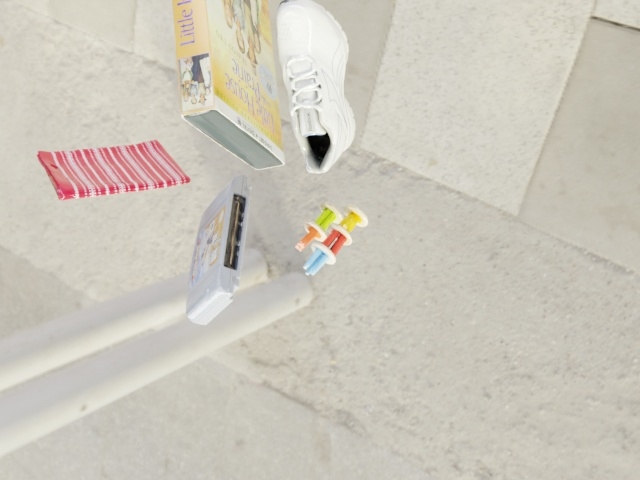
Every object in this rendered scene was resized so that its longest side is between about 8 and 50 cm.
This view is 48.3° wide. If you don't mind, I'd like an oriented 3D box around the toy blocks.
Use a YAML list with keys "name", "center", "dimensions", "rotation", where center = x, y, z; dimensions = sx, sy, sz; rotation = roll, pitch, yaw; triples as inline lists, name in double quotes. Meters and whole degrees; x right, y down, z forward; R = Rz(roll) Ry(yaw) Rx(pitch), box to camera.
- name: "toy blocks"
  center: [0.000, 0.000, 1.292]
  dimensions: [0.123, 0.148, 0.054]
  rotation: [9, 140, 50]

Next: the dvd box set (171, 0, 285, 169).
- name: "dvd box set"
  center: [-0.152, -0.355, 1.169]
  dimensions: [0.062, 0.308, 0.419]
  rotation: [-10, 78, 15]

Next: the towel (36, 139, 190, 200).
- name: "towel"
  center: [-0.439, -0.154, 1.511]
  dimensions: [0.199, 0.275, 0.031]
  rotation: [46, 137, 45]

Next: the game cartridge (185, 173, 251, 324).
- name: "game cartridge"
  center: [-0.223, 0.023, 1.547]
  dimensions: [0.198, 0.062, 0.297]
  rotation: [-37, 40, 45]

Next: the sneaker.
- name: "sneaker"
  center: [-0.007, -0.241, 1.147]
  dimensions: [0.111, 0.129, 0.297]
  rotation: [-4, 128, 18]
